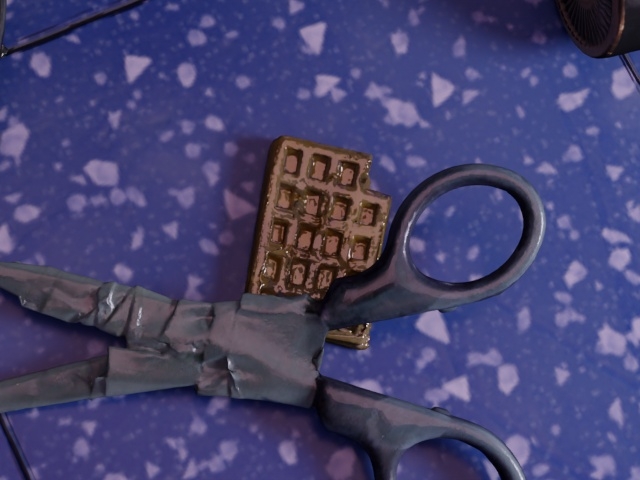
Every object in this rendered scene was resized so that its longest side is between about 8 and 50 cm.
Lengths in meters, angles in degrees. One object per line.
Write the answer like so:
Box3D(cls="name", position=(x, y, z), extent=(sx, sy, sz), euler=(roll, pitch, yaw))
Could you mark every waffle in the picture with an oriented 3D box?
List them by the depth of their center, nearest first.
Box3D(cls="waffle", position=(0.000, 0.000, 0.985), extent=(0.092, 0.021, 0.135), euler=(12, 77, -3))

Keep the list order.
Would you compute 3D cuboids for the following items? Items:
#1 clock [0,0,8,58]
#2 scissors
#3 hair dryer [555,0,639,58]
Box3D(cls="clock", position=(-0.357, -0.147, 0.952), extent=(0.312, 0.061, 0.312), euler=(2, 76, -7))
Box3D(cls="scissors", position=(-0.048, 0.074, 0.942), extent=(0.383, 0.029, 0.256), euler=(1, 90, -3))
Box3D(cls="hair dryer", position=(0.231, -0.308, 1.060), extent=(0.189, 0.107, 0.352), euler=(-13, 73, -13))
